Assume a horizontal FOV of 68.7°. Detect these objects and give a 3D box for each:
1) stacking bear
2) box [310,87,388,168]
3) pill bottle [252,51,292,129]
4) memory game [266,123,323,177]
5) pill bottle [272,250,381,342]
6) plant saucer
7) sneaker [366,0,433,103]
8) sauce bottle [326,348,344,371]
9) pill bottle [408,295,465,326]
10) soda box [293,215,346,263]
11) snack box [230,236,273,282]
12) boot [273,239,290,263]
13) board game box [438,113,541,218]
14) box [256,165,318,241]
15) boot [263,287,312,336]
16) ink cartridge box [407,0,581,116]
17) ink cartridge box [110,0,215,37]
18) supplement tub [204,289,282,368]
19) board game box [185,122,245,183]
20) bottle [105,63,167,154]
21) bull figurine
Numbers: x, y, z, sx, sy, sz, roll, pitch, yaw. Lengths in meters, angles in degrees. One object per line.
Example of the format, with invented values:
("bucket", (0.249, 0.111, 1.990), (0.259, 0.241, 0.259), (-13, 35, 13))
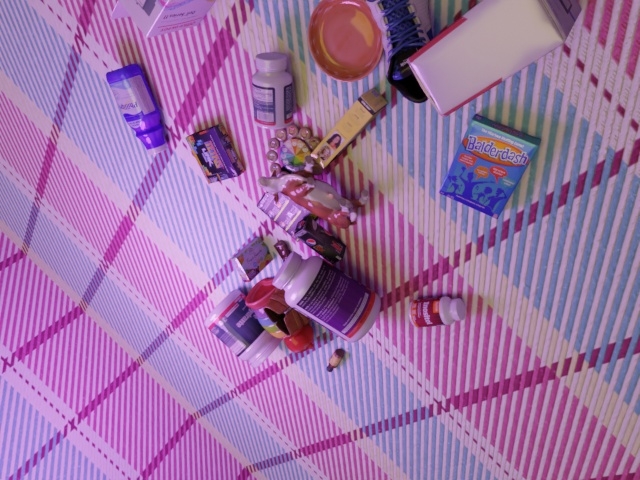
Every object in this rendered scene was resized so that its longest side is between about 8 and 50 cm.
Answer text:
("stacking bear", (-0.128, 0.287, 1.711), (0.175, 0.164, 0.289), (-19, 114, 40))
("box", (0.071, -0.289, 1.223), (0.058, 0.087, 0.232), (46, 134, -1))
("pill bottle", (-0.128, -0.401, 1.254), (0.108, 0.108, 0.180), (18, 129, 21))
("memory game", (-0.074, -0.245, 1.364), (0.186, 0.012, 0.186), (7, 113, 18))
("pill bottle", (0.017, 0.170, 1.474), (0.323, 0.181, 0.181), (34, 134, -9))
("plant saucer", (0.063, -0.485, 1.123), (0.200, 0.037, 0.199), (17, 129, 22))
("sneaker", (0.183, -0.425, 0.974), (0.128, 0.182, 0.315), (-16, 116, 17))
("sauce bottle", (0.053, 0.460, 1.787), (0.042, 0.042, 0.128), (33, 131, 9))
("pill bottle", (0.347, 0.212, 1.397), (0.152, 0.086, 0.086), (-14, 112, 37))
("soda box", (0.000, 0.000, 1.454), (0.169, 0.060, 0.053), (38, 137, -24))
("snack box", (-0.236, 0.065, 1.625), (0.037, 0.141, 0.100), (-13, 113, 39))
("boot", (-0.103, 0.050, 1.606), (0.106, 0.037, 0.114), (-10, 110, 34))
("board game box", (0.398, -0.174, 1.122), (0.160, 0.047, 0.210), (26, 131, 14))
("box", (-0.088, -0.114, 1.475), (0.184, 0.045, 0.190), (39, 132, -1))
("boot", (-0.037, 0.243, 1.569), (0.283, 0.220, 0.109), (44, 133, -2))
("ink cartridge box", (0.323, -0.372, 0.853), (0.226, 0.306, 0.131), (-29, 102, 41))
("ink cartridge box", (-0.354, -0.633, 1.165), (0.353, 0.207, 0.119), (-27, 102, 42))
("supplement tub", (-0.297, 0.342, 1.823), (0.272, 0.191, 0.191), (44, 133, -2))
("board game box", (-0.340, -0.278, 1.516), (0.141, 0.048, 0.170), (-8, 116, 37))
("bottle", (-0.593, -0.425, 1.540), (0.118, 0.092, 0.282), (0, 121, 31))
("bull figurine", (-0.018, -0.134, 1.315), (0.310, 0.101, 0.188), (25, 159, -13))
